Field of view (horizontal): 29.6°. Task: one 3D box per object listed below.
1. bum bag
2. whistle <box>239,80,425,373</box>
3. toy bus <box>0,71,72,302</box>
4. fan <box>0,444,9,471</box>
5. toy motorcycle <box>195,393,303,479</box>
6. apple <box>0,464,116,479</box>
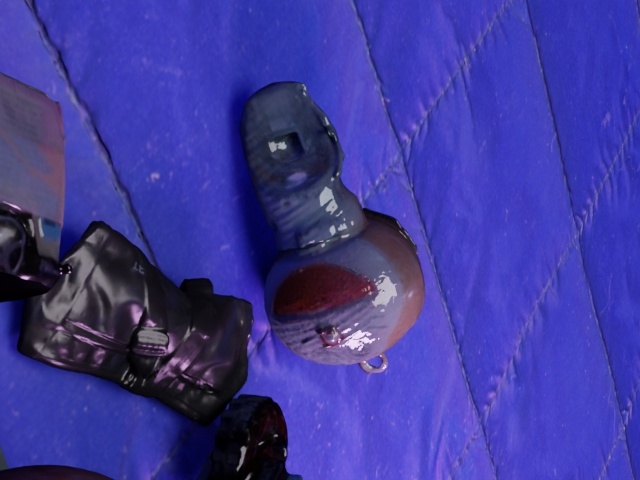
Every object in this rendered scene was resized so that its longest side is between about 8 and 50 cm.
[{"bbox_3d":[-0.160,0.083,1.145,0.310,0.074,0.137,34,73,-53],"label":"bum bag"},{"bbox_3d":[0.000,0.000,1.310,0.189,0.189,0.348,-41,115,-49],"label":"whistle"},{"bbox_3d":[-0.341,-0.073,0.773,0.386,0.171,0.163,24,62,-56],"label":"toy bus"},{"bbox_3d":[-0.260,0.243,1.048,0.038,0.016,0.193,-51,133,-46],"label":"fan"},{"bbox_3d":[-0.113,0.352,1.176,0.416,0.172,0.232,-67,151,-46],"label":"toy motorcycle"},{"bbox_3d":[-0.215,0.322,0.835,0.344,0.269,0.345,12,63,-25],"label":"apple"}]
